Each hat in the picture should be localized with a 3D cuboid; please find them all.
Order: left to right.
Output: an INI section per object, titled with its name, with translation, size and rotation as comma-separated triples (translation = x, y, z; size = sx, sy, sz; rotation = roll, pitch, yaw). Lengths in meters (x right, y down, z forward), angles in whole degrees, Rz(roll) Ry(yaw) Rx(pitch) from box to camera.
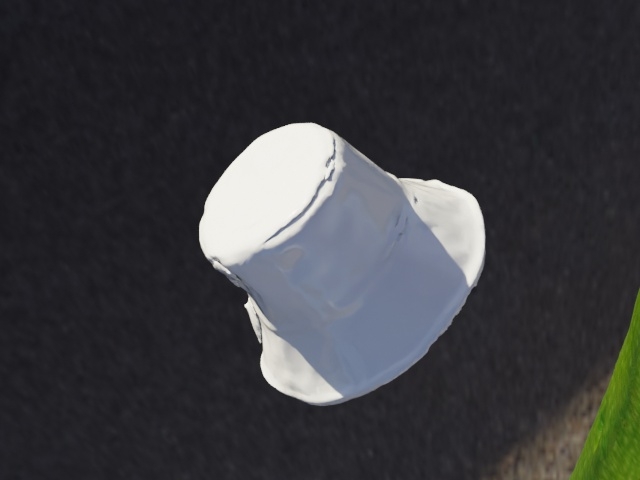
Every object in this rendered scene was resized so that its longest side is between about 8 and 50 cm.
[hat]
translation = 0.000, 0.000, 1.332
size = 0.203, 0.126, 0.203
rotation = -28, 37, 23

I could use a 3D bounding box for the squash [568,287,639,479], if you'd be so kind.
[squash]
translation = 0.116, 0.033, 0.458
size = 0.101, 0.378, 0.101
rotation = 2, 54, -3
